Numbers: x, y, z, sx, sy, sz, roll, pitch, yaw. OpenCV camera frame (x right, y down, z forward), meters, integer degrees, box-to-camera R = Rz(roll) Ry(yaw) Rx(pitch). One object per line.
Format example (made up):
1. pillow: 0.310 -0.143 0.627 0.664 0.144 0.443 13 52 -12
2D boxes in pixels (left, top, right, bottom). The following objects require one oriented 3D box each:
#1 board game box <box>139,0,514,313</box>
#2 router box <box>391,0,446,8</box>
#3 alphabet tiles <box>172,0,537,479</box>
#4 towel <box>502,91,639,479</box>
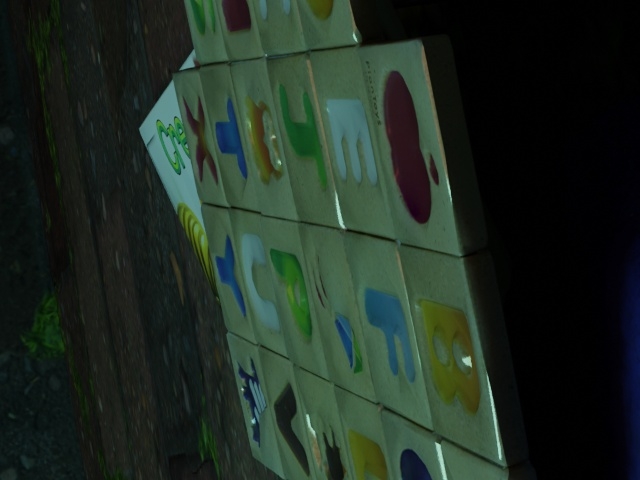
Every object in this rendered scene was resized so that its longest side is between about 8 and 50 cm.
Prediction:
1. board game box: 0.000 0.000 0.836 0.193 0.053 0.305 65 165 2
2. router box: 0.020 -0.199 0.732 0.133 0.046 0.179 106 151 -61
3. alphabet tiles: 0.001 0.020 0.652 0.342 0.011 0.285 -167 65 -74
4. towel: 0.124 0.130 0.492 0.308 0.076 0.227 -114 28 -49
